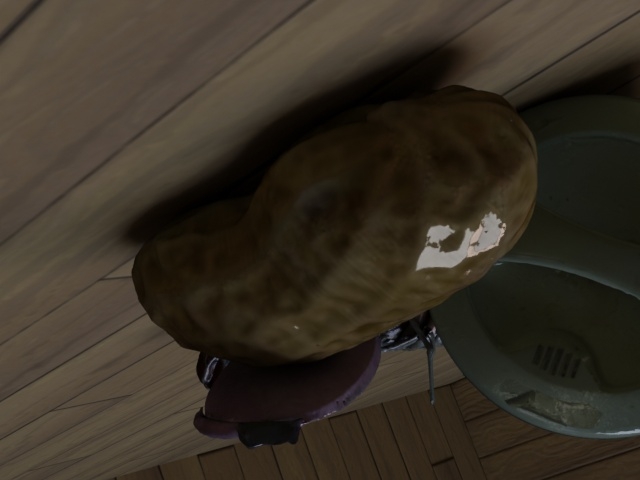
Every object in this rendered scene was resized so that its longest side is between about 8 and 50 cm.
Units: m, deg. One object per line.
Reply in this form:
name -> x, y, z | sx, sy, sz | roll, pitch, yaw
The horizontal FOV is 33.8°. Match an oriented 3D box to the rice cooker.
rice cooker -> 0.228, 0.028, 0.891 | 0.288, 0.288, 0.277 | -23, 166, 10

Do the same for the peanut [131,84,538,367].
peanut -> 0.000, 0.000, 0.720 | 0.325, 0.140, 0.153 | -22, 141, 29

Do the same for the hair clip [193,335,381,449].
hair clip -> -0.017, 0.085, 0.852 | 0.359, 0.110, 0.096 | -85, -160, -80

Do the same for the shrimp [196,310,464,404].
shrimp -> 0.068, 0.085, 1.154 | 0.410, 0.166, 0.221 | -3, -164, -14
